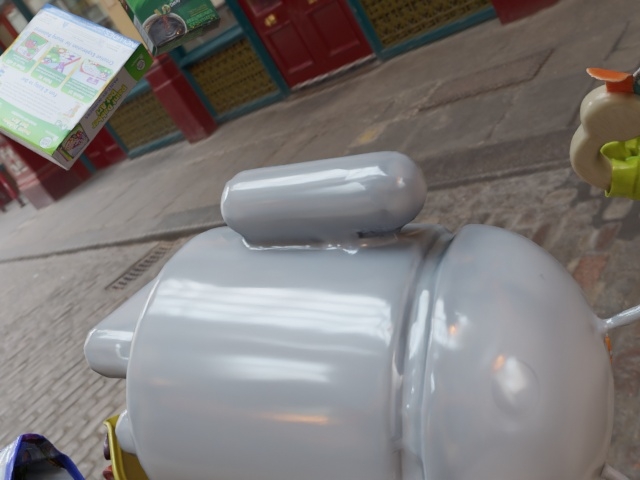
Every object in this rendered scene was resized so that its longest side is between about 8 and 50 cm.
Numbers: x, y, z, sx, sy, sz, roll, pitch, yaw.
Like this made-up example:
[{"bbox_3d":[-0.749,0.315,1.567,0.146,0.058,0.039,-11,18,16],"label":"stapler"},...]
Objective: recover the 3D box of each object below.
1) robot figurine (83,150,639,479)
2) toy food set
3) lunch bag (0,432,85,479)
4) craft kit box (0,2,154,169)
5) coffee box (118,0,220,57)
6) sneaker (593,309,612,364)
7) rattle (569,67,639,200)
[{"bbox_3d":[0.022,0.088,0.416,0.354,0.299,0.199,1,29,24],"label":"robot figurine"},{"bbox_3d":[-0.320,0.389,1.033,0.071,0.128,0.217,-31,46,5],"label":"toy food set"},{"bbox_3d":[-0.474,0.529,0.933,0.328,0.385,0.239,-36,-22,11],"label":"lunch bag"},{"bbox_3d":[-0.459,-0.274,1.111,0.250,0.061,0.246,28,73,23],"label":"craft kit box"},{"bbox_3d":[-0.242,-0.373,0.929,0.113,0.184,0.040,-31,2,-18],"label":"coffee box"},{"bbox_3d":[0.167,0.130,0.752,0.180,0.124,0.321,-11,-10,-15],"label":"sneaker"},{"bbox_3d":[0.285,-0.134,0.569,0.130,0.200,0.142,10,67,48],"label":"rattle"}]
